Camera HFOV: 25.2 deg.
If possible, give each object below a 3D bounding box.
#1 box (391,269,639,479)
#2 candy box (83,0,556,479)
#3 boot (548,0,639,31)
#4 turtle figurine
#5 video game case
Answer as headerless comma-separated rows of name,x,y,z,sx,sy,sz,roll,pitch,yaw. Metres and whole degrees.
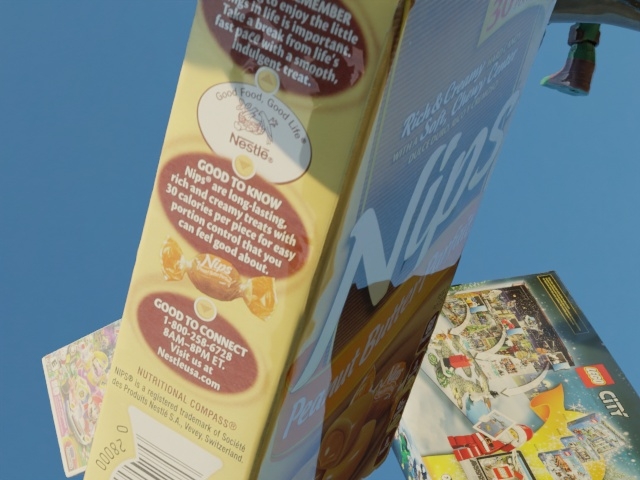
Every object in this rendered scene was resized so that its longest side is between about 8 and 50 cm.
box,0.125,0.114,0.947,0.159,0.233,0.044,-7,-53,-13
candy box,0.000,0.000,0.643,0.183,0.087,0.316,-33,-33,-55
boot,0.156,-0.181,1.150,0.246,0.161,0.083,18,-139,-11
turtle figurine,0.250,-0.266,1.377,0.175,0.118,0.234,22,-93,-8
video game case,-0.141,0.103,0.958,0.011,0.122,0.087,1,-110,-47
